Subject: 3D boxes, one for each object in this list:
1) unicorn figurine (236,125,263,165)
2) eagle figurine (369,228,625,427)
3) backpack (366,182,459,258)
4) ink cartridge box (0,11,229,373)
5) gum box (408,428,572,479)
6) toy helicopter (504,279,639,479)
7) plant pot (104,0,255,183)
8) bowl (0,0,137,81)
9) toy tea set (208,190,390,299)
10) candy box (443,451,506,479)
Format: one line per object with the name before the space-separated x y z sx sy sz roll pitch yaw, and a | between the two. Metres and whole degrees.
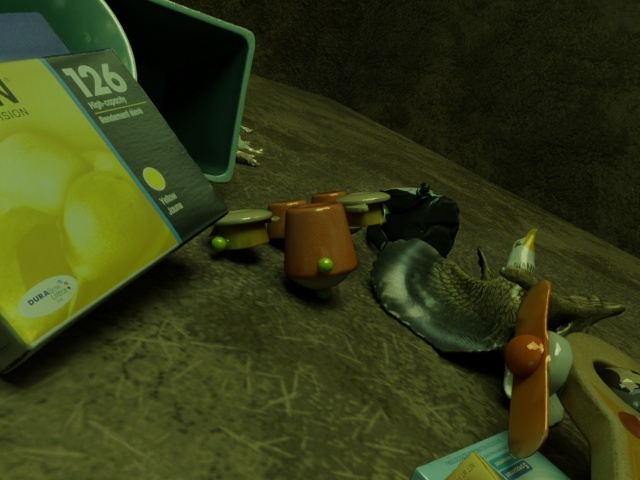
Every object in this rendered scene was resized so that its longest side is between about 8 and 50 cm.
unicorn figurine | -0.196 -0.225 1.222 0.111 0.060 0.162 7 24 -39
eagle figurine | 0.235 0.084 0.746 0.226 0.225 0.298 59 -23 -12
backpack | 0.161 -0.026 0.985 0.115 0.151 0.182 19 6 -26
ink cartridge box | -0.257 -0.090 0.499 0.307 0.072 0.303 56 29 -9
gum box | 0.175 0.236 0.419 0.157 0.041 0.184 4 26 -45
toy helicopter | 0.238 0.156 0.443 0.235 0.140 0.355 40 25 16
plant pot | -0.290 -0.243 0.915 0.247 0.247 0.252 8 5 -35
bowl | -0.393 -0.188 0.639 0.312 0.163 0.311 16 62 -34
toy tea set | 0.000 0.000 0.815 0.200 0.124 0.336 -1 10 31
candy box | 0.104 0.218 0.275 0.053 0.109 0.186 44 2 -38
